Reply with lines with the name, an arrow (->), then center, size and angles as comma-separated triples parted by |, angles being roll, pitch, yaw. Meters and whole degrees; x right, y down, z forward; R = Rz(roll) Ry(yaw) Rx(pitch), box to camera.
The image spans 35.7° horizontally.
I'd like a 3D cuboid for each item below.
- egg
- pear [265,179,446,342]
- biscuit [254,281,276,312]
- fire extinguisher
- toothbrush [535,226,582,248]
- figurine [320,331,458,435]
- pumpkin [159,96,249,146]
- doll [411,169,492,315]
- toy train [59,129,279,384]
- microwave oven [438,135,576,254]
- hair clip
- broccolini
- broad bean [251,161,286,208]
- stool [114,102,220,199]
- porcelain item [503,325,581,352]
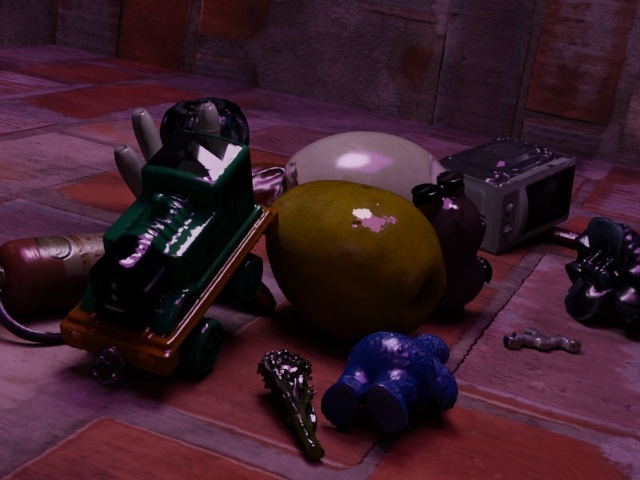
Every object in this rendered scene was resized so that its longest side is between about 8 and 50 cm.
egg -> 0.100, -0.063, 1.836 | 0.336, 0.278, 0.278 | -2, 19, -12
pear -> 0.049, 0.027, 1.559 | 0.307, 0.253, 0.253 | 26, 23, 29
biscuit -> -0.169, 0.026, 1.679 | 0.280, 0.043, 0.183 | 36, -5, 29
fire extinguisher -> -0.362, 0.056, 1.499 | 0.376, 0.113, 0.200 | -6, 23, -40
toothbrush -> 0.606, 0.006, 2.281 | 0.364, 0.041, 0.041 | 17, 19, 27
figurine -> 0.108, 0.173, 1.343 | 0.164, 0.121, 0.262 | 9, 14, 14
pumpkin -> -0.292, -0.270, 2.513 | 0.233, 0.163, 0.233 | 0, 24, 0
doll -> 0.213, 0.016, 1.695 | 0.182, 0.257, 0.117 | -26, 35, -25
toy train -> -0.200, 0.018, 1.389 | 0.178, 0.249, 0.429 | 15, 41, 17
microwave oven -> 0.408, -0.118, 2.264 | 0.237, 0.181, 0.295 | 24, 33, 39
hair clip -> 0.575, 0.064, 1.839 | 0.206, 0.194, 0.310 | 9, 14, -23
broccolini -> -0.040, 0.213, 1.273 | 0.068, 0.091, 0.203 | -33, 28, 12
broad bean -> -0.109, -0.086, 2.088 | 0.228, 0.156, 0.122 | 1, -25, -2
stool -> -0.285, -0.140, 1.948 | 0.195, 0.199, 0.195 | -5, 36, 10
porcelain item -> 0.364, 0.162, 1.675 | 0.136, 0.021, 0.075 | 5, 17, -12
